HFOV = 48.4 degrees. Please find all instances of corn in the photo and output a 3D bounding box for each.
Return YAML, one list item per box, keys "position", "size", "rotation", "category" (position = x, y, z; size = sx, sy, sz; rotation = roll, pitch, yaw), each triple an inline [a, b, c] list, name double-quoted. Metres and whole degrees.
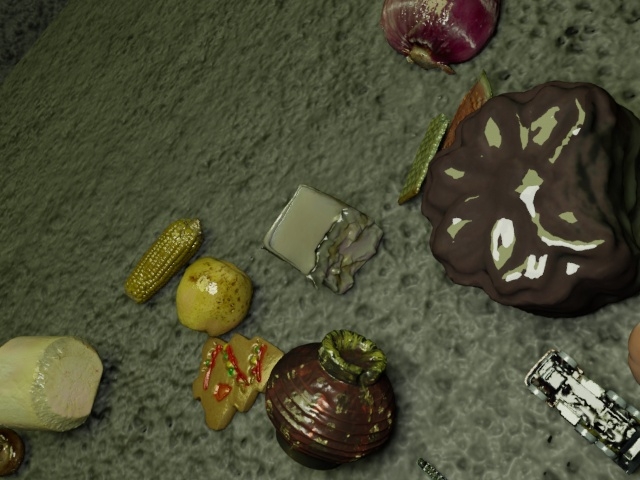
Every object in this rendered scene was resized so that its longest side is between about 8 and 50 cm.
- position: [-0.378, 0.045, 1.730]
  size: [0.261, 0.097, 0.097]
  rotation: [-47, 48, 9]
  category: "corn"

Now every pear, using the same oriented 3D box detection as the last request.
- position: [-0.235, 0.123, 1.538]
  size: [0.178, 0.178, 0.178]
  rotation: [-17, 57, 28]
  category: "pear"

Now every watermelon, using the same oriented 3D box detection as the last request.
- position: [0.274, -0.212, 1.390]
  size: [0.063, 0.119, 0.245]
  rotation: [21, 77, 29]
  category: "watermelon"

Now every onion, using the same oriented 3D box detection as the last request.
- position: [0.274, -0.557, 1.553]
  size: [0.267, 0.159, 0.348]
  rotation: [22, 81, 38]
  category: "onion"

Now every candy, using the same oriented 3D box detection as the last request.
- position: [0.000, 0.000, 1.456]
  size: [0.195, 0.137, 0.184]
  rotation: [28, 84, 43]
  category: "candy"

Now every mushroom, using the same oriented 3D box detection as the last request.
- position: [-0.785, 0.523, 1.764]
  size: [0.126, 0.085, 0.109]
  rotation: [47, 129, 30]
  category: "mushroom"

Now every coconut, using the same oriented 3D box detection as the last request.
- position: [-0.656, 0.334, 1.677]
  size: [0.244, 0.239, 0.239]
  rotation: [-8, 61, 31]
  category: "coconut"

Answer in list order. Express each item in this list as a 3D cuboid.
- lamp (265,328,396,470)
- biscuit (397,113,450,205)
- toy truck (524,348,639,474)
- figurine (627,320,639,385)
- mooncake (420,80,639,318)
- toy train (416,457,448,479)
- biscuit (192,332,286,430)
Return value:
- position: [0.022, 0.272, 1.232]
  size: [0.247, 0.247, 0.246]
  rotation: [-17, 57, 28]
  category: "lamp"
- position: [0.210, -0.170, 1.422]
  size: [0.144, 0.016, 0.203]
  rotation: [147, 148, -79]
  category: "biscuit"
- position: [0.405, 0.253, 1.066]
  size: [0.083, 0.092, 0.192]
  rotation: [-50, 56, 3]
  category: "toy truck"
- position: [0.616, 0.132, 0.894]
  size: [0.388, 0.248, 0.276]
  rotation: [-38, 74, 16]
  category: "figurine"
- position: [0.348, -0.064, 1.162]
  size: [0.351, 0.212, 0.381]
  rotation: [-22, 67, 35]
  category: "mooncake"
- position: [0.194, 0.392, 1.184]
  size: [0.017, 0.017, 0.083]
  rotation: [-52, 49, -2]
  category: "toy train"
- position: [-0.175, 0.277, 1.494]
  size: [0.239, 0.041, 0.212]
  rotation: [-26, 52, 23]
  category: "biscuit"
